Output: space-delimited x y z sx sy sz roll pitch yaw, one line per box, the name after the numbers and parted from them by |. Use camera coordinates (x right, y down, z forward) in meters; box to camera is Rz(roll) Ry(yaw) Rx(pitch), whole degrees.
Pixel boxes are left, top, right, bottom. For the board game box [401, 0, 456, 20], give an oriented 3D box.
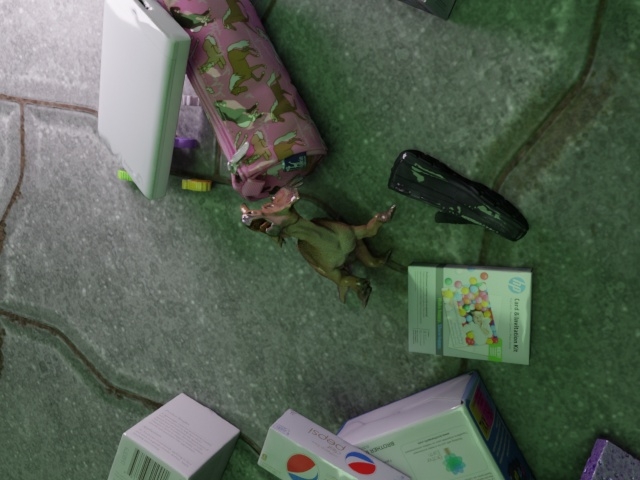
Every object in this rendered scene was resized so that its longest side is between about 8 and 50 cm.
0.073 -0.439 0.830 0.275 0.144 0.142 29 109 15 | board game box

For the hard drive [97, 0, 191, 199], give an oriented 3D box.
-0.298 -0.244 0.965 0.203 0.040 0.307 48 138 23 | hard drive

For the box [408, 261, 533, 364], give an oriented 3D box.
0.231 0.111 0.921 0.186 0.038 0.145 3 101 22 | box

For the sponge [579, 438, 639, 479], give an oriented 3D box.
0.402 0.399 0.822 0.117 0.031 0.210 34 71 1 | sponge

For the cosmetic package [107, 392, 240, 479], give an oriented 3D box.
-0.277 0.418 1.118 0.151 0.183 0.151 28 109 17 | cosmetic package

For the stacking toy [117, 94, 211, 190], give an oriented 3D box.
-0.294 -0.184 1.089 0.221 0.052 0.167 9 103 23 | stacking toy

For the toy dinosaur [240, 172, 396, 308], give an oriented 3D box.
0.000 0.000 0.911 0.200 0.296 0.127 21 73 14 | toy dinosaur

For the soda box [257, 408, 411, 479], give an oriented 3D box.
0.018 0.344 0.879 0.216 0.069 0.074 25 109 19 | soda box

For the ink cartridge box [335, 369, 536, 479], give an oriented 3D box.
0.213 0.445 0.927 0.270 0.151 0.395 -29 85 26 | ink cartridge box

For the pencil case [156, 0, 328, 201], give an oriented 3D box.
-0.136 -0.260 0.938 0.160 0.167 0.386 -27 86 8 | pencil case

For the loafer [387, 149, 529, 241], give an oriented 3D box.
0.202 -0.057 0.886 0.223 0.076 0.078 33 116 20 | loafer
